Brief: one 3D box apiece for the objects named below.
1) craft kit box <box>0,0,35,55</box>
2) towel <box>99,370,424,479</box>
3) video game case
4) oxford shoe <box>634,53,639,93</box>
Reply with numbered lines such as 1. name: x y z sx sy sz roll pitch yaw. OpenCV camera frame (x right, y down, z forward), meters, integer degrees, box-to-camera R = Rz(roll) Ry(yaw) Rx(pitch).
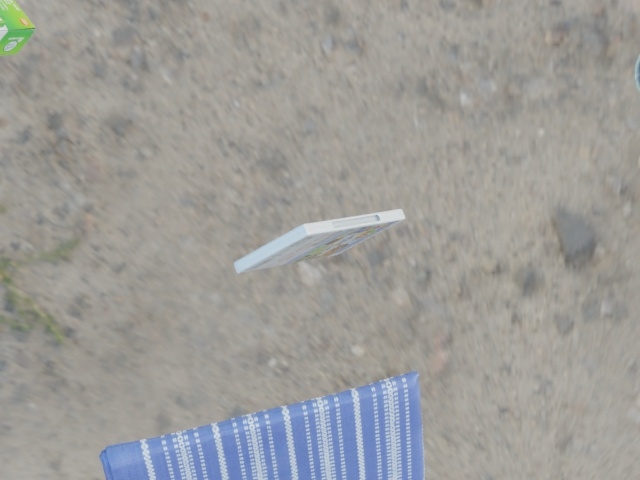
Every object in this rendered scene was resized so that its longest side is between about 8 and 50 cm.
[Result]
1. craft kit box: -0.499 -0.320 1.962 0.250 0.247 0.061 51 122 13
2. towel: -0.055 0.250 1.743 0.336 0.243 0.040 -13 48 -7
3. video game case: 0.000 0.000 1.337 0.087 0.122 0.011 -29 77 41
4. oxford shoe: 0.323 -0.130 0.790 0.146 0.397 0.140 -9 76 -37
